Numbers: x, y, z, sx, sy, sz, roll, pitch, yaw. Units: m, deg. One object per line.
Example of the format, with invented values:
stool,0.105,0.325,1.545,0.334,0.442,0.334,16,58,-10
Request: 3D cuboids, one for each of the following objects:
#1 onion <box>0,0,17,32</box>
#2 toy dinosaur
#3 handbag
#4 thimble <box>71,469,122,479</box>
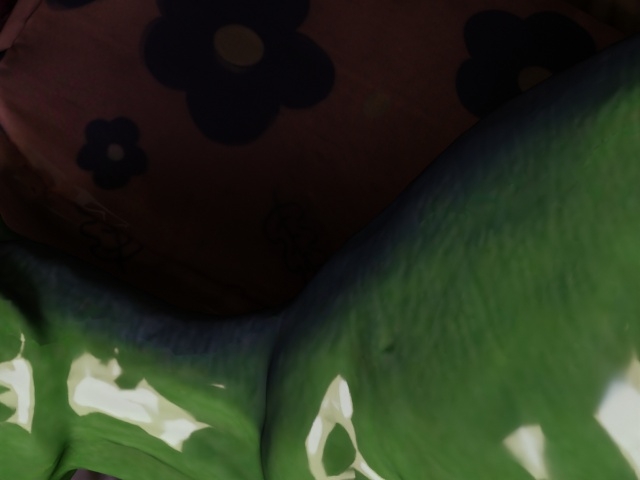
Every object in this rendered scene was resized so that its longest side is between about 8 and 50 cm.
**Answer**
onion,-0.188,-0.107,0.538,0.190,0.246,0.246,9,136,10
toy dinosaur,0.093,-0.047,0.343,0.374,0.144,0.500,27,120,11
handbag,0.000,0.000,0.579,0.251,0.190,0.193,30,151,-3
thimble,-0.124,0.136,0.815,0.237,0.150,0.237,17,137,16
